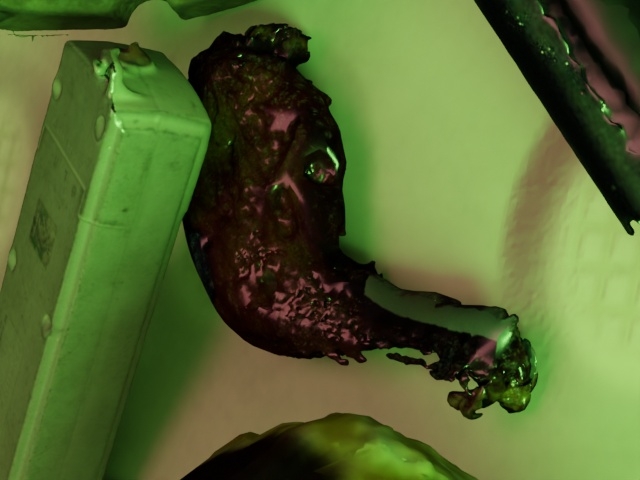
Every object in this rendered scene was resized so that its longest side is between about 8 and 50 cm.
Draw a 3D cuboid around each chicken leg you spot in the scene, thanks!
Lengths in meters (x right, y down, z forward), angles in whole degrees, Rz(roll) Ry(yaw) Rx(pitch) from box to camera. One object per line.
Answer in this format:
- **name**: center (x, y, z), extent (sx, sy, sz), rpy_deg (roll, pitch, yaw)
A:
- **chicken leg**: center (0.000, 0.000, 0.766), extent (0.106, 0.051, 0.253), rpy_deg (-53, 47, 15)

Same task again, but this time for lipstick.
- **lipstick**: center (0.032, -0.193, 0.649), extent (0.077, 0.077, 0.418), rpy_deg (-36, 80, 35)

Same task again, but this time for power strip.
- **power strip**: center (-0.112, 0.035, 0.828), extent (0.078, 0.052, 0.272), rpy_deg (53, 132, 51)

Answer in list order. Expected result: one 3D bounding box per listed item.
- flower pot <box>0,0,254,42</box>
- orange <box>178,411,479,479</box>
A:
- **flower pot**: center (-0.105, -0.239, 0.812), extent (0.290, 0.290, 0.259), rpy_deg (-14, 79, 45)
- **orange**: center (0.023, 0.241, 0.535), extent (0.271, 0.210, 0.369), rpy_deg (-34, 56, 38)
